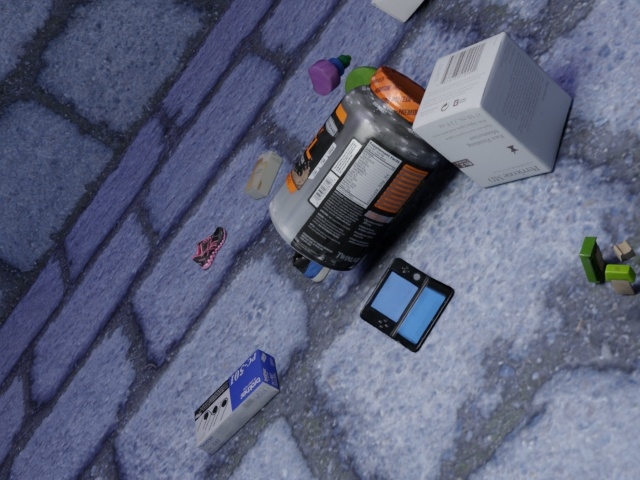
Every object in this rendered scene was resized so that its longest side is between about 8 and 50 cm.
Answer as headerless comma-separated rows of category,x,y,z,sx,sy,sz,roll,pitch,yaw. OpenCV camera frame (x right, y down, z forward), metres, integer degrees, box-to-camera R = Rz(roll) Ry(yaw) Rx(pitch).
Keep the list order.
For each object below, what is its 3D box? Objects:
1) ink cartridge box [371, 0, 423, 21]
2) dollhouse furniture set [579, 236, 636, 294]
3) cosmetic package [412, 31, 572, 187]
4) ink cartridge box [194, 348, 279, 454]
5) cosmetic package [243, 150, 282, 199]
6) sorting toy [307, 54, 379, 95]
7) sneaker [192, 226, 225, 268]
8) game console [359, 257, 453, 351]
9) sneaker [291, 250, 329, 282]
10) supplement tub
ink cartridge box,0.212,-0.658,2.034,0.172,0.100,0.237,-45,27,40
dollhouse furniture set,0.413,0.030,1.099,0.152,0.058,0.076,2,53,36
cosmetic package,0.278,-0.204,1.386,0.151,0.184,0.151,-13,49,53
ink cartridge box,-0.167,0.316,1.686,0.207,0.046,0.097,-46,31,19
cosmetic package,-0.144,-0.163,2.160,0.060,0.041,0.115,-14,49,51
sorting toy,0.152,-0.301,1.676,0.366,0.127,0.126,24,52,31
sneaker,-0.286,0.011,2.184,0.047,0.057,0.119,-3,57,59
game console,0.139,0.103,1.407,0.122,0.107,0.071,-57,-1,-3
sneaker,0.000,0.000,1.713,0.152,0.085,0.058,-58,28,-3
supplement tub,0.074,-0.128,1.537,0.338,0.207,0.207,-53,27,21
